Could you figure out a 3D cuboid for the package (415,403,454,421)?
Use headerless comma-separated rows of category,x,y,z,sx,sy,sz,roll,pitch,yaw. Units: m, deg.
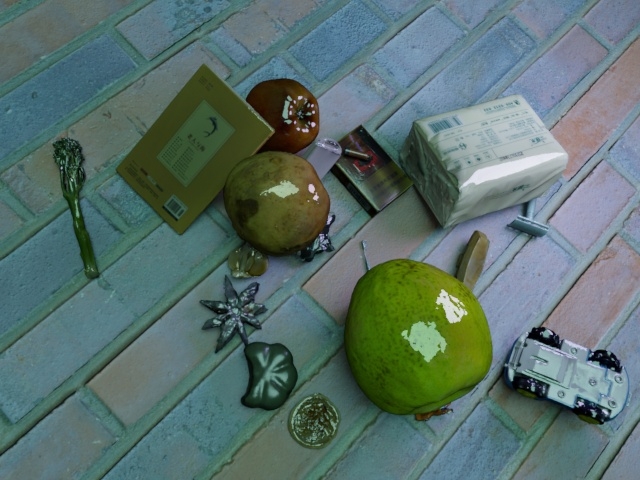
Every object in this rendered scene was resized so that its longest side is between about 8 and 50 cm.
package,0.301,0.439,1.494,0.111,0.033,0.077,-2,83,-6

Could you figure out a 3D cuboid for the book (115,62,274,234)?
book,-0.341,-0.241,1.495,0.389,0.032,0.269,-45,85,11

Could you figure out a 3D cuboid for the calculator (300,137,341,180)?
calculator,-0.014,-0.215,1.578,0.100,0.175,0.032,16,35,-41

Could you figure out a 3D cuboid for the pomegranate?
pomegranate,-0.112,-0.097,1.423,0.282,0.281,0.280,3,72,-10

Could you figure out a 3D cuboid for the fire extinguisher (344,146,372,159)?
fire extinguisher,0.110,-0.245,1.605,0.084,0.022,0.028,15,34,-6

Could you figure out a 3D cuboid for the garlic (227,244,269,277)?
garlic,-0.192,0.052,1.502,0.113,0.074,0.094,13,100,0

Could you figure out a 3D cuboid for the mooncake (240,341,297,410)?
mooncake,-0.140,0.338,1.408,0.169,0.104,0.175,-30,77,-12

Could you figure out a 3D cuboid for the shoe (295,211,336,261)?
shoe,0.000,0.000,1.560,0.099,0.071,0.169,43,74,1

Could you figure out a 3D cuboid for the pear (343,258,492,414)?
pear,0.225,0.226,1.377,0.392,0.391,0.390,3,72,-10

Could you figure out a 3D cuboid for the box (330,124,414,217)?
box,0.138,-0.206,1.649,0.159,0.071,0.240,-38,84,-17

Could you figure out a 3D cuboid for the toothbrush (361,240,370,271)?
toothbrush,0.139,0.078,1.589,0.014,0.011,0.166,-5,73,-18

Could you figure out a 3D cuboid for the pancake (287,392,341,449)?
pancake,-0.014,0.464,1.432,0.140,0.022,0.139,3,73,-10

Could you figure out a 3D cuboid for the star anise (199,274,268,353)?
star anise,-0.227,0.185,1.459,0.205,0.061,0.180,-40,83,-19

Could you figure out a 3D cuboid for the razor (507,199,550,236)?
razor,0.654,-0.131,1.730,0.106,0.068,0.231,19,65,-5

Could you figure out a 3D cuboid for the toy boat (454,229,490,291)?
toy boat,0.427,0.069,1.615,0.065,0.072,0.206,27,80,-18

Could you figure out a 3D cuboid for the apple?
apple,-0.109,-0.343,1.562,0.234,0.234,0.233,3,72,-10

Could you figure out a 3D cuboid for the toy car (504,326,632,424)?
toy car,0.658,0.371,1.509,0.315,0.166,0.198,20,69,14

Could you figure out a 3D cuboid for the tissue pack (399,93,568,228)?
tissue pack,0.468,-0.235,1.629,0.381,0.207,0.297,-16,61,-15

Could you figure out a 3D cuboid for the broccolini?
broccolini,-0.629,-0.094,1.464,0.079,0.074,0.391,-19,75,-8
